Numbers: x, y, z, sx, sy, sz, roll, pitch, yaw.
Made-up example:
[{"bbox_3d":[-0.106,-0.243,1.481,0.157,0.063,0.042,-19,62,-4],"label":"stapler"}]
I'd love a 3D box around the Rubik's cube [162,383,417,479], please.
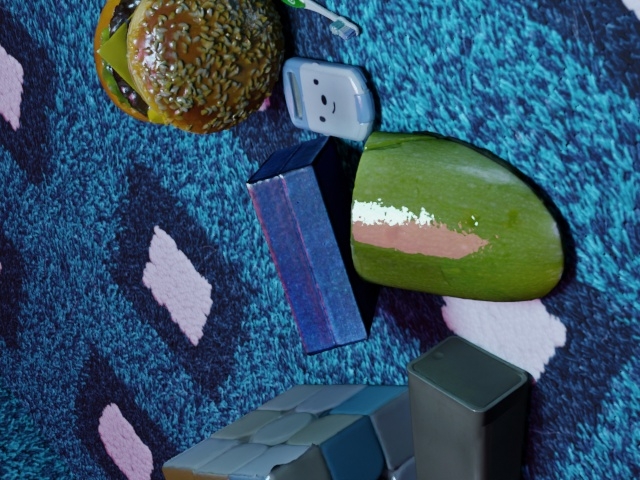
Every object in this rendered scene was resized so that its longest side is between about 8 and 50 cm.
[{"bbox_3d":[-0.006,0.468,2.232,0.346,0.347,0.344,-6,106,54],"label":"Rubik's cube"}]

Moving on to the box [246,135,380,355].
[{"bbox_3d":[0.000,0.000,2.001,0.116,0.261,0.279,-15,102,9],"label":"box"}]

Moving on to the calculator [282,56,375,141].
[{"bbox_3d":[0.010,-0.223,2.033,0.210,0.039,0.121,18,124,46],"label":"calculator"}]

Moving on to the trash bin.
[{"bbox_3d":[0.227,0.297,2.024,0.164,0.122,0.241,29,135,39],"label":"trash bin"}]

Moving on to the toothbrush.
[{"bbox_3d":[-0.047,-0.382,2.018,0.304,0.030,0.030,38,138,35],"label":"toothbrush"}]

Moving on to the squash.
[{"bbox_3d":[0.215,-0.027,1.881,0.308,0.210,0.234,4,117,19],"label":"squash"}]

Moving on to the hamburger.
[{"bbox_3d":[-0.205,-0.309,2.051,0.225,0.291,0.291,21,128,54],"label":"hamburger"}]
